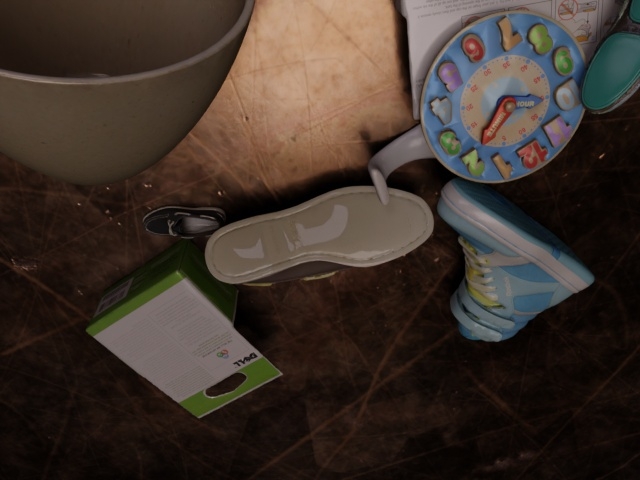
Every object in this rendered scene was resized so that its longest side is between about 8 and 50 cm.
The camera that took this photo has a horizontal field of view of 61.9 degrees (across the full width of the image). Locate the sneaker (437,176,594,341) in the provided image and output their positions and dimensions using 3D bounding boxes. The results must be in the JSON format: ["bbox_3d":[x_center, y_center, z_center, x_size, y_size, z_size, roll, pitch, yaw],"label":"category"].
[{"bbox_3d":[0.241,0.052,0.787,0.319,0.127,0.208,28,117,-30],"label":"sneaker"}]

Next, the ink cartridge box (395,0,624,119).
[{"bbox_3d":[0.238,-0.301,0.634,0.296,0.066,0.261,-9,121,3],"label":"ink cartridge box"}]

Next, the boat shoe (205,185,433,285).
[{"bbox_3d":[0.000,0.000,0.785,0.324,0.097,0.117,-13,80,1],"label":"boat shoe"}]

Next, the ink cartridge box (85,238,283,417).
[{"bbox_3d":[-0.209,0.152,0.866,0.188,0.097,0.255,-31,119,15],"label":"ink cartridge box"}]

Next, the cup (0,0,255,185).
[{"bbox_3d":[-0.250,-0.195,0.561,0.331,0.331,0.237,13,146,-10],"label":"cup"}]

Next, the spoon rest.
[{"bbox_3d":[0.187,-0.143,0.731,0.276,0.084,0.137,-25,121,-3],"label":"spoon rest"}]

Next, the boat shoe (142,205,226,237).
[{"bbox_3d":[-0.204,-0.023,0.794,0.125,0.038,0.046,-1,121,-2],"label":"boat shoe"}]

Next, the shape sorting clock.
[{"bbox_3d":[0.223,-0.167,0.646,0.206,0.040,0.206,-3,119,-5],"label":"shape sorting clock"}]

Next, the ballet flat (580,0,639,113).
[{"bbox_3d":[0.360,-0.233,0.603,0.070,0.070,0.188,15,115,-11],"label":"ballet flat"}]
